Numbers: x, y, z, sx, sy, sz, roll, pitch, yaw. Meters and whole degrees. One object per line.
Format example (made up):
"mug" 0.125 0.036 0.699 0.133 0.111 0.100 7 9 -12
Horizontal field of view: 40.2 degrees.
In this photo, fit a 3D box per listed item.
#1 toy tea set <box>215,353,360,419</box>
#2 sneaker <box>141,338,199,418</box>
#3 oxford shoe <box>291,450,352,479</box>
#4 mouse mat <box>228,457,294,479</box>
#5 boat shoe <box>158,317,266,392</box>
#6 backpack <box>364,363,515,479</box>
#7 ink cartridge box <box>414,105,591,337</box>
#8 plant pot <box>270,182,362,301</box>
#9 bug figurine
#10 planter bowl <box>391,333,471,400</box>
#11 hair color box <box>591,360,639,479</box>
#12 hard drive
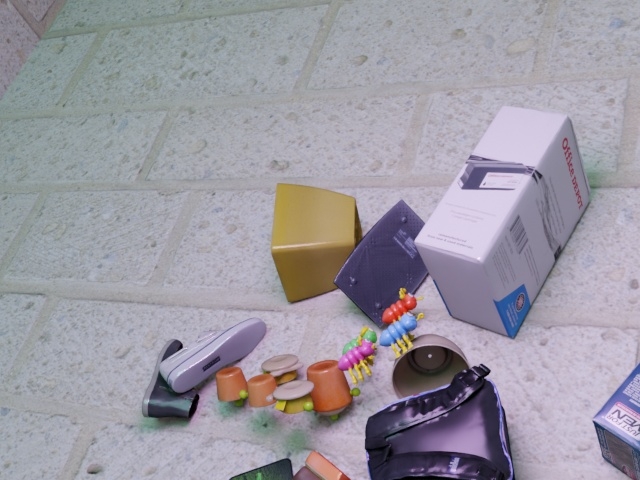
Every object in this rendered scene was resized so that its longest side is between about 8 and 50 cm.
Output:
"toy tea set" -0.080 0.337 1.897 0.200 0.124 0.336 -21 14 -39
"sneaker" -0.332 0.332 2.065 0.118 0.083 0.222 7 45 6
"oxford shoe" 0.063 0.544 1.645 0.132 0.130 0.364 -49 37 -10
"mouse mat" -0.118 0.552 1.806 0.153 0.007 0.189 -22 47 9
"boat shoe" -0.252 0.250 2.035 0.267 0.096 0.088 -35 51 -20
"backpack" 0.221 0.399 1.621 0.263 0.213 0.276 -9 43 10
"ink cartridge box" 0.396 -0.044 1.845 0.166 0.285 0.395 18 62 37
"plant pot" 0.000 0.000 2.081 0.187 0.212 0.212 -4 51 9
"bug figurine" 0.128 0.196 1.826 0.216 0.072 0.279 -40 2 9
"planter bowl" 0.226 0.257 1.789 0.162 0.162 0.109 -19 20 12
"hair color box" 0.637 0.253 1.551 0.347 0.174 0.105 -45 48 -12
"hard drive" 0.152 0.050 1.984 0.254 0.172 0.054 -50 15 -17
